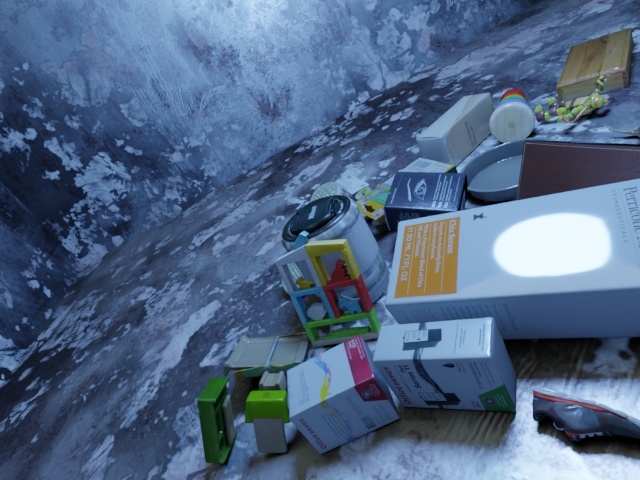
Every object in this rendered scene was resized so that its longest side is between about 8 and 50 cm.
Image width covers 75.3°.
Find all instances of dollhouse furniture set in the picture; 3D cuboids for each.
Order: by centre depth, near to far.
[{"bbox_3d":[-0.134,0.354,0.981,0.198,0.151,0.301,-4,14,8],"label":"dollhouse furniture set"}]

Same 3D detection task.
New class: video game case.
[{"bbox_3d":[0.081,-0.191,1.731,0.210,0.041,0.232,-33,26,-4],"label":"video game case"}]

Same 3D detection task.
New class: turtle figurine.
[{"bbox_3d":[0.833,-0.444,1.345,0.269,0.087,0.217,-45,21,-9],"label":"turtle figurine"}]

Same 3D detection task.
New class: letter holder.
[{"bbox_3d":[0.626,-0.113,0.944,0.152,0.214,0.302,-6,17,-24],"label":"letter holder"}]

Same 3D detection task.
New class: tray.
[{"bbox_3d":[1.020,-0.654,1.533,0.203,0.076,0.410,-4,36,42],"label":"tray"}]

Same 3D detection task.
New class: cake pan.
[{"bbox_3d":[0.570,-0.211,1.247,0.294,0.054,0.293,-24,27,13],"label":"cake pan"}]

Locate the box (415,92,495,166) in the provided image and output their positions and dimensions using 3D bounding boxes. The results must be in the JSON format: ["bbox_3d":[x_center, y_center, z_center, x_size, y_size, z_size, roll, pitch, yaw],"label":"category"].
[{"bbox_3d":[0.513,-0.404,1.544,0.311,0.147,0.121,-43,29,-21],"label":"box"}]

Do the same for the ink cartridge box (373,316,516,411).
[{"bbox_3d":[0.220,0.224,0.741,0.209,0.153,0.086,-13,33,34],"label":"ink cartridge box"}]

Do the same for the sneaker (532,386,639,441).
[{"bbox_3d":[0.393,0.269,0.611,0.158,0.061,0.064,3,69,50],"label":"sneaker"}]

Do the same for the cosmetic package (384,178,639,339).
[{"bbox_3d":[0.374,0.056,0.802,0.454,0.161,0.229,-10,46,31],"label":"cosmetic package"}]

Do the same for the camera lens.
[{"bbox_3d":[0.042,0.032,1.120,0.220,0.274,0.219,-24,27,13],"label":"camera lens"}]

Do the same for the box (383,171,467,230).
[{"bbox_3d":[0.304,-0.109,1.193,0.207,0.108,0.153,7,54,26],"label":"box"}]

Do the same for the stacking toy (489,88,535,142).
[{"bbox_3d":[0.699,-0.470,1.509,0.141,0.141,0.330,-13,24,32],"label":"stacking toy"}]

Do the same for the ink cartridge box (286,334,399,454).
[{"bbox_3d":[0.038,0.302,0.817,0.176,0.128,0.127,-28,26,6],"label":"ink cartridge box"}]

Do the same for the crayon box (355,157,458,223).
[{"bbox_3d":[0.282,-0.152,1.410,0.323,0.083,0.203,-34,27,-8],"label":"crayon box"}]

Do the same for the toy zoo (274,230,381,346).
[{"bbox_3d":[0.011,0.114,0.993,0.193,0.292,0.030,-15,15,28],"label":"toy zoo"}]

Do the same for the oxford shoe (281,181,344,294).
[{"bbox_3d":[0.000,0.000,1.406,0.169,0.130,0.448,-4,51,33],"label":"oxford shoe"}]

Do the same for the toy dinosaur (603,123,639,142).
[{"bbox_3d":[0.862,-0.289,1.106,0.183,0.053,0.093,4,26,38],"label":"toy dinosaur"}]
